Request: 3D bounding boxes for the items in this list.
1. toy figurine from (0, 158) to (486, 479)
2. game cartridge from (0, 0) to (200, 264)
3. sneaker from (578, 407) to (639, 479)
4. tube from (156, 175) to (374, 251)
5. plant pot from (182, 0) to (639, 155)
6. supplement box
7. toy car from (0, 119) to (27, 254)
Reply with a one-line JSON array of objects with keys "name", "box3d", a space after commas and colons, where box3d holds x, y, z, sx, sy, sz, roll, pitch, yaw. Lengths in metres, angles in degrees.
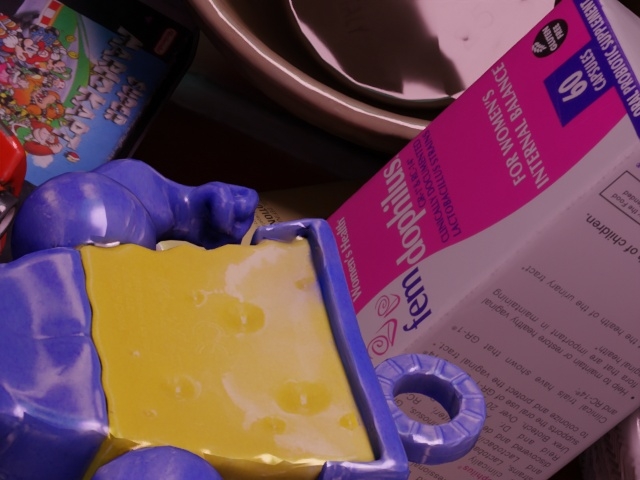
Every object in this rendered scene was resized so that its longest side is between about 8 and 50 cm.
[{"name": "toy figurine", "box3d": [-0.037, 0.042, 0.465, 0.217, 0.191, 0.362, 8, 37, -23]}, {"name": "game cartridge", "box3d": [-0.202, -0.079, 0.842, 0.230, 0.068, 0.355, 27, 44, -1]}, {"name": "sneaker", "box3d": [0.218, 0.025, 0.880, 0.180, 0.124, 0.321, 3, 38, 5]}, {"name": "tube", "box3d": [0.000, 0.000, 0.898, 0.240, 0.062, 0.070, -8, 86, -40]}, {"name": "plant pot", "box3d": [0.064, -0.182, 0.930, 0.323, 0.280, 0.323, 0, 83, -3]}, {"name": "supplement box", "box3d": [0.082, 0.017, 0.749, 0.114, 0.220, 0.111, 31, 27, -31]}, {"name": "toy car", "box3d": [-0.213, 0.068, 0.666, 0.225, 0.239, 0.053, -2, -3, 7]}]
